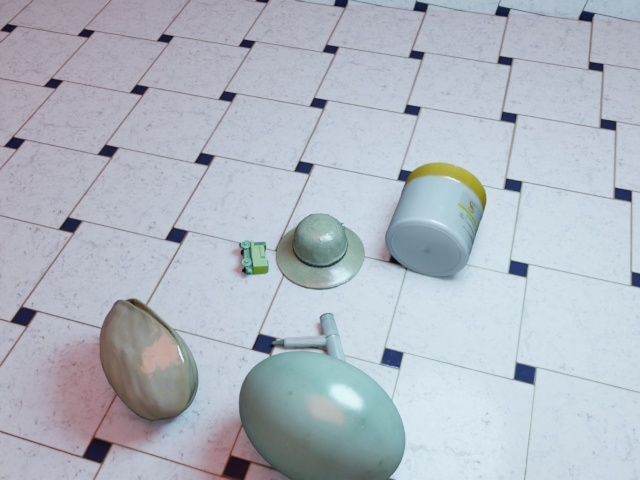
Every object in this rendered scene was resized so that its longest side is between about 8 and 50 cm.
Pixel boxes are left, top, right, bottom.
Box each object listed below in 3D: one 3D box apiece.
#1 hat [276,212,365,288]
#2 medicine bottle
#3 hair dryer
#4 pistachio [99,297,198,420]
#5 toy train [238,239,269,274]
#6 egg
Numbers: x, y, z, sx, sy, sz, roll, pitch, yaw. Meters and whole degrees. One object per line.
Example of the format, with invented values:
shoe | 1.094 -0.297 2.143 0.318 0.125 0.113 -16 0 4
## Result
hat | 0.000 0.000 1.857 0.257 0.130 0.257 0 50 0
medicine bottle | 0.322 -0.057 1.828 0.238 0.238 0.232 15 54 14
hair dryer | -0.037 0.276 1.692 0.183 0.044 0.155 -14 50 -3
pistachio | -0.418 0.281 1.577 0.208 0.226 0.332 -3 47 -50
toy train | -0.191 0.046 1.876 0.081 0.050 0.122 -3 49 -7
egg | -0.001 0.391 1.435 0.389 0.276 0.276 23 54 22
